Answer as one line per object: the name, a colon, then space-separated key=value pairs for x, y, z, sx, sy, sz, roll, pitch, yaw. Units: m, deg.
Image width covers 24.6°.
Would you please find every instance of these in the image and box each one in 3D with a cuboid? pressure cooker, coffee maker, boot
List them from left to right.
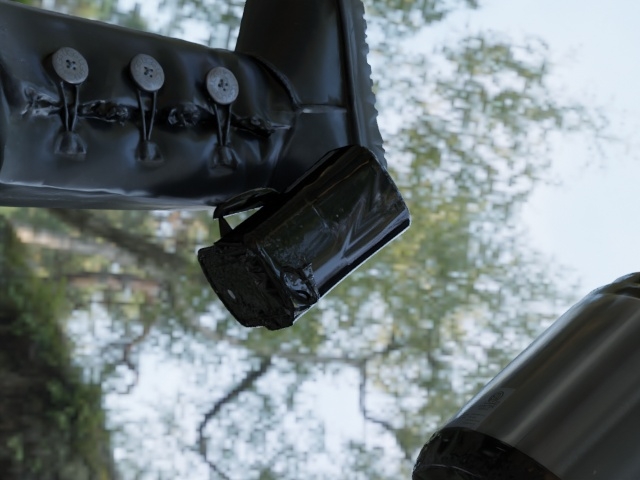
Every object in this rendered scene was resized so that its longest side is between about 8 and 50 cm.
boot: x=-0.167 y=-0.195 z=1.523 sx=0.146 sy=0.445 sz=0.367 roll=-48 pitch=-131 yaw=50
coffee maker: x=0.000 y=0.000 z=1.411 sx=0.171 sy=0.178 sz=0.120 roll=18 pitch=-43 yaw=44
pressure cooker: x=0.354 y=0.239 z=1.580 sx=0.370 sy=0.420 sz=0.376 roll=28 pitch=-32 yaw=40
